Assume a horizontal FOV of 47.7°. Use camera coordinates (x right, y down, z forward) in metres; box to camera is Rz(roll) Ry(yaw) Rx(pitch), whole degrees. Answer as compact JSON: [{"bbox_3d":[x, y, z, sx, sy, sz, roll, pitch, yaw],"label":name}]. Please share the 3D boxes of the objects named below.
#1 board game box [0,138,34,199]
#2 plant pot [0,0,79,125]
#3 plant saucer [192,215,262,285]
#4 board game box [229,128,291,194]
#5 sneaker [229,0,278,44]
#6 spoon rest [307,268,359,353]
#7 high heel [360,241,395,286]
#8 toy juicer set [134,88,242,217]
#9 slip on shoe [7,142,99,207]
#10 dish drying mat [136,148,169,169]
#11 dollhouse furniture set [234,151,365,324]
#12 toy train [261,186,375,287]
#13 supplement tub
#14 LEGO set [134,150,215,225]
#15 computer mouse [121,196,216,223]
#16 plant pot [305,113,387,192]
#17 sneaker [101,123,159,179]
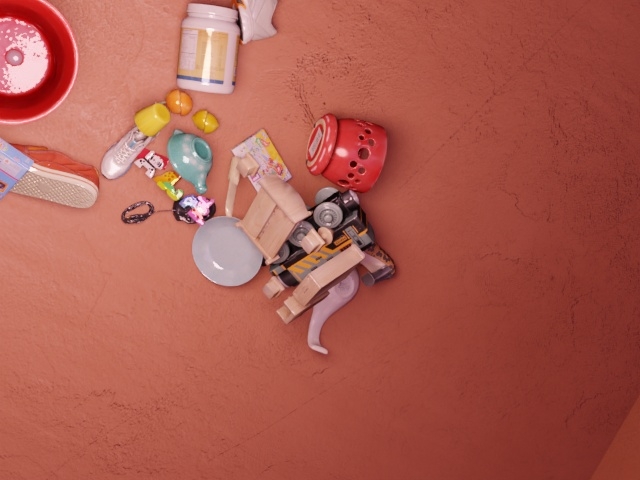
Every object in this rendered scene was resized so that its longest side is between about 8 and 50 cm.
[{"bbox_3d":[-0.770,-0.159,1.625,0.211,0.039,0.160,-35,121,31],"label":"board game box"},{"bbox_3d":[-0.667,-0.395,1.558,0.275,0.243,0.275,-5,105,-21],"label":"plant pot"},{"bbox_3d":[-0.244,0.025,1.928,0.195,0.037,0.195,3,107,9],"label":"plant saucer"},{"bbox_3d":[-0.159,-0.207,1.937,0.103,0.026,0.154,-36,114,-10],"label":"board game box"},{"bbox_3d":[-0.166,-0.627,1.797,0.121,0.099,0.262,-13,116,-27],"label":"sneaker"},{"bbox_3d":[0.026,0.186,2.100,0.137,0.084,0.276,26,79,-27],"label":"spoon rest"},{"bbox_3d":[0.127,0.002,2.104,0.093,0.186,0.261,-27,85,29],"label":"high heel"},{"bbox_3d":[-0.308,-0.225,1.803,0.089,0.209,0.329,-25,113,32],"label":"toy juicer set"},{"bbox_3d":[-0.680,-0.174,1.698,0.331,0.101,0.123,18,135,-15],"label":"slip on shoe"},{"bbox_3d":[-0.428,-0.209,1.836,0.083,0.008,0.032,23,93,-26],"label":"dish drying mat"},{"bbox_3d":[-0.083,-0.021,1.830,0.174,0.303,0.355,-31,76,-40],"label":"dollhouse furniture set"},{"bbox_3d":[-0.014,0.000,1.946,0.334,0.142,0.190,-33,112,17],"label":"toy train"},{"bbox_3d":[-0.271,-0.463,1.758,0.144,0.144,0.200,3,102,-23],"label":"supplement tub"},{"bbox_3d":[-0.348,-0.147,1.826,0.227,0.087,0.093,44,87,-3],"label":"LEGO set"},{"bbox_3d":[-0.392,-0.073,1.873,0.242,0.041,0.071,-4,84,-14],"label":"computer mouse"},{"bbox_3d":[0.063,-0.236,1.932,0.174,0.191,0.191,13,98,-21],"label":"plant pot"},{"bbox_3d":[-0.469,-0.229,1.768,0.071,0.083,0.191,40,86,-14],"label":"sneaker"}]
